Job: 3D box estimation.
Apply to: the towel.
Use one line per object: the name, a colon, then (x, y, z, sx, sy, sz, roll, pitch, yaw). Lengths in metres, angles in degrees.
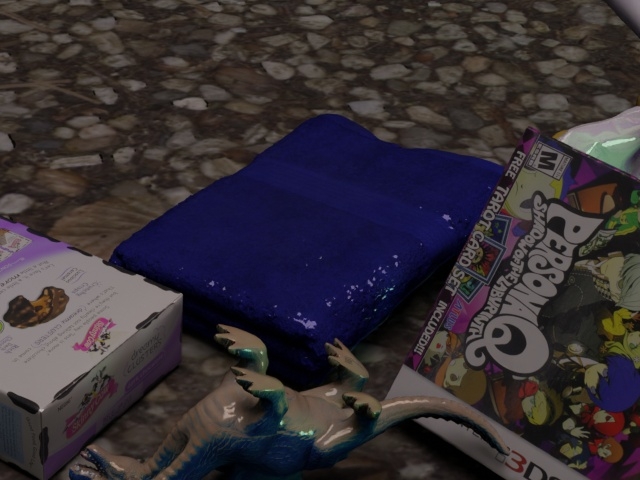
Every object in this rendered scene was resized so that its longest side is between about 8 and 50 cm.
towel: (0.000, 0.000, 1.161, 0.227, 0.076, 0.308, 20, 36, 31)

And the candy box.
candy box: (-0.226, 0.070, 1.017, 0.196, 0.070, 0.165, 22, 37, 23)

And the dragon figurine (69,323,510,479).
dragon figurine: (-0.026, 0.144, 0.925, 0.289, 0.144, 0.085, 10, 27, -30)

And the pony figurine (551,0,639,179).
pony figurine: (0.293, -0.078, 1.122, 0.302, 0.351, 0.363, 10, 13, -11)

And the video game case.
video game case: (0.182, 0.065, 0.965, 0.210, 0.232, 0.042, 31, 6, 30)
